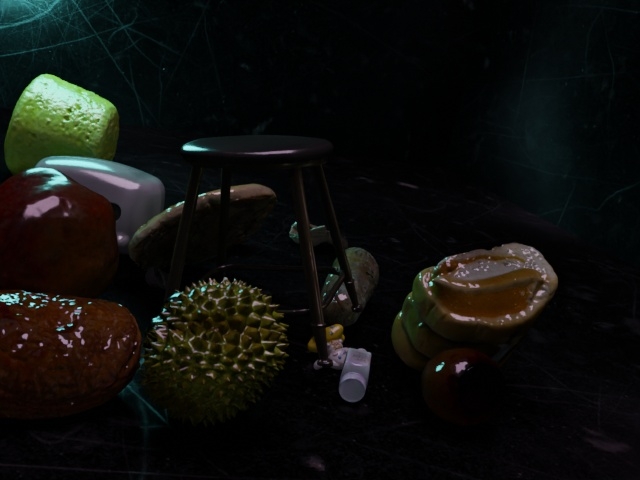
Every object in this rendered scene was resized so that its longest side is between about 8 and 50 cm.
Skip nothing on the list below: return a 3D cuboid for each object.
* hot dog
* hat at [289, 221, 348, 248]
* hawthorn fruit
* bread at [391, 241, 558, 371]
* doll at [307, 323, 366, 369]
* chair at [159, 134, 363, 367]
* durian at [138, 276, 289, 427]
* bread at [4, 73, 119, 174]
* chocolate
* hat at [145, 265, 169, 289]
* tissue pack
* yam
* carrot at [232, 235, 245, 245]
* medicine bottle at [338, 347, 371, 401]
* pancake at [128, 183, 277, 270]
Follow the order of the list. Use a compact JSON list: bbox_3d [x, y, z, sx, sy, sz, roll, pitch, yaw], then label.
[{"bbox_3d":[-0.490,0.178,1.345,0.388,0.174,0.267,10,16,-42],"label":"hot dog"},{"bbox_3d":[0.000,0.000,2.498,0.175,0.084,0.147,30,-5,-29],"label":"hat"},{"bbox_3d":[-0.559,0.015,1.620,0.309,0.308,0.324,8,27,-16],"label":"hawthorn fruit"},{"bbox_3d":[0.323,0.184,1.739,0.301,0.341,0.210,-4,53,-27],"label":"bread"},{"bbox_3d":[0.026,0.242,1.716,0.113,0.071,0.135,33,35,16],"label":"doll"},{"bbox_3d":[-0.120,-0.003,1.654,0.365,0.409,0.362,2,14,13],"label":"chair"},{"bbox_3d":[-0.176,0.189,1.376,0.225,0.291,0.291,33,20,10],"label":"durian"},{"bbox_3d":[-0.805,-0.331,2.531,0.308,0.348,0.348,18,16,-2],"label":"bread"},{"bbox_3d":[0.273,0.289,1.589,0.177,0.176,0.176,12,16,-3],"label":"chocolate"},{"bbox_3d":[-0.383,0.102,1.911,0.087,0.042,0.058,45,22,-9],"label":"hat"},{"bbox_3d":[-0.575,-0.090,2.046,0.333,0.229,0.236,12,10,-1],"label":"tissue pack"},{"bbox_3d":[0.070,0.122,2.007,0.133,0.133,0.330,15,19,7],"label":"yam"},{"bbox_3d":[-0.296,-0.002,2.265,0.070,0.070,0.260,20,19,24],"label":"carrot"},{"bbox_3d":[0.068,0.272,1.598,0.055,0.074,0.118,14,16,4],"label":"medicine bottle"},{"bbox_3d":[-0.291,-0.026,1.959,0.382,0.382,0.071,-6,65,-48],"label":"pancake"}]
